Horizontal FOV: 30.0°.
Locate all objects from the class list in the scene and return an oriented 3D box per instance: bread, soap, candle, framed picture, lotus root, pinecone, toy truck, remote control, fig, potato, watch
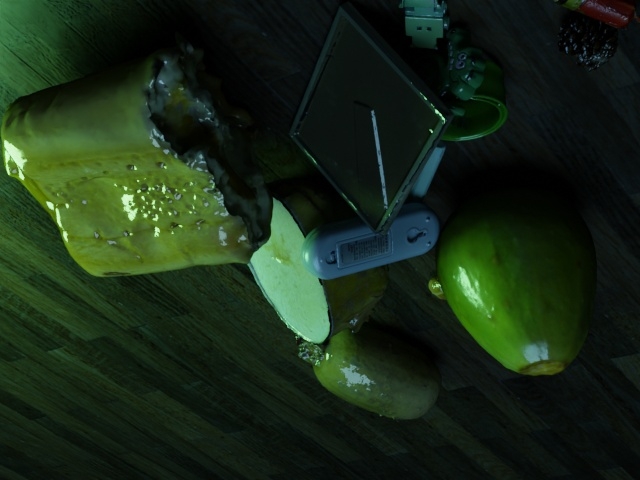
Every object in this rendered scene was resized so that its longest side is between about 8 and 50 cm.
[{"bbox_3d":[-0.287,-0.132,1.817,0.394,0.250,0.361,-7,132,26],"label":"bread"},{"bbox_3d":[0.124,-0.121,1.905,0.114,0.063,0.198,12,146,-5],"label":"soap"},{"bbox_3d":[0.372,-0.315,1.574,0.130,0.052,0.052,17,146,-17],"label":"candle"},{"bbox_3d":[0.064,-0.168,1.750,0.232,0.024,0.315,50,148,14],"label":"framed picture"},{"bbox_3d":[0.093,0.261,2.406,0.342,0.151,0.169,24,143,-28],"label":"lotus root"},{"bbox_3d":[0.364,-0.273,1.624,0.083,0.077,0.077,41,145,8],"label":"pinecone"},{"bbox_3d":[0.136,-0.313,1.598,0.067,0.081,0.175,4,146,9],"label":"toy truck"},{"bbox_3d":[0.084,0.001,1.889,0.244,0.047,0.087,-15,111,-24],"label":"remote control"},{"bbox_3d":[0.325,0.067,1.912,0.258,0.326,0.258,-11,145,-8],"label":"fig"},{"bbox_3d":[0.266,0.068,2.177,0.157,0.044,0.052,-26,128,39],"label":"bread"},{"bbox_3d":[0.000,0.000,2.018,0.246,0.196,0.300,19,135,47],"label":"potato"},{"bbox_3d":[0.208,-0.206,1.715,0.152,0.131,0.165,21,145,-37],"label":"watch"}]
